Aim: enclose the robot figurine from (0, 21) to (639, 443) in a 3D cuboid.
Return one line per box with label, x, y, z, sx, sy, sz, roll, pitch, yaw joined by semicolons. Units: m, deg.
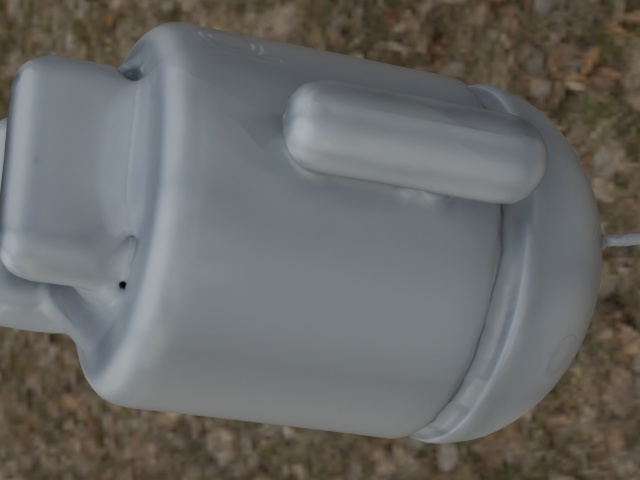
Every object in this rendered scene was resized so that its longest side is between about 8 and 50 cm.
robot figurine;0.000;0.000;0.832;0.300;0.353;0.200;143;133;-61
